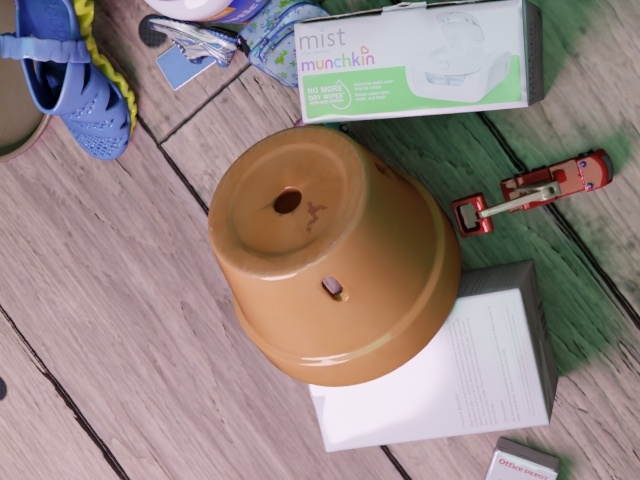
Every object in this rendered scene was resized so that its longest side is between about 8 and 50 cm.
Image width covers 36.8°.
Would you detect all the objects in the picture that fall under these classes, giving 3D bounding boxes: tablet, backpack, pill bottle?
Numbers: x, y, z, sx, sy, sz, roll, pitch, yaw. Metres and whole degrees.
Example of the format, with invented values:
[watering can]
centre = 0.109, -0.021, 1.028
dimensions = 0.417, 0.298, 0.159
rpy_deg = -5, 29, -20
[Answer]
[tablet]
centre = -0.190, -0.257, 1.369
dimensions = 0.083, 0.006, 0.054
rpy_deg = -31, 91, 21
[backpack]
centre = -0.036, -0.264, 1.265
dimensions = 0.114, 0.105, 0.084
rpy_deg = -47, 50, 12
[pill bottle]
centre = -0.144, -0.348, 1.194
dimensions = 0.152, 0.272, 0.153
rpy_deg = 4, 102, 17

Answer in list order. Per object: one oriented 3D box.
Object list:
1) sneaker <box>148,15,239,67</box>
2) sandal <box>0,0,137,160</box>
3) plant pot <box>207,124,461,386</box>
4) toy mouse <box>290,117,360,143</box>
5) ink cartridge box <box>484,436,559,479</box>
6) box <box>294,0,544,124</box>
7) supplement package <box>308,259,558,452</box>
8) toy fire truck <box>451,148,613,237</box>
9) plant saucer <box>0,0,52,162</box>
[sneaker]
centre = -0.180, -0.274, 1.332
dimensions = 0.135, 0.052, 0.058
rpy_deg = 20, 111, 13
[sandal]
centre = -0.347, -0.217, 1.297
dimensions = 0.126, 0.138, 0.317
rpy_deg = 3, 142, 17
[plant pot]
centre = 0.000, 0.000, 1.137
dimensions = 0.290, 0.203, 0.291
rpy_deg = -13, 56, 19
[toy mouse]
centre = 0.000, -0.128, 1.284
dimensions = 0.161, 0.031, 0.143
rpy_deg = 18, 144, 33
[ink cartridge box]
centre = 0.268, 0.346, 1.325
dimensions = 0.088, 0.052, 0.123
rpy_deg = 18, 107, 13
[box]
centre = 0.129, -0.217, 1.159
dimensions = 0.261, 0.231, 0.127
rpy_deg = -2, 100, 17
[supplement package]
centre = 0.144, 0.148, 1.257
dimensions = 0.292, 0.175, 0.178
rpy_deg = -11, 98, 19
[toy fire truck]
centre = 0.267, -0.061, 1.197
dimensions = 0.192, 0.135, 0.047
rpy_deg = -17, 96, 20
[plant saucer]
centre = -0.510, -0.255, 1.450
dimensions = 0.277, 0.041, 0.278
rpy_deg = 4, 103, 16
